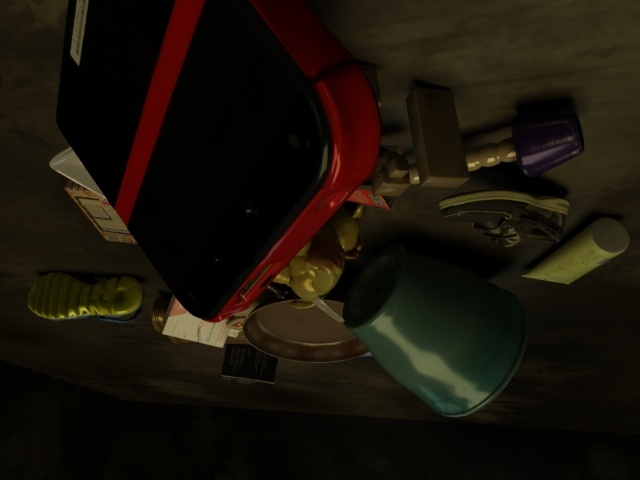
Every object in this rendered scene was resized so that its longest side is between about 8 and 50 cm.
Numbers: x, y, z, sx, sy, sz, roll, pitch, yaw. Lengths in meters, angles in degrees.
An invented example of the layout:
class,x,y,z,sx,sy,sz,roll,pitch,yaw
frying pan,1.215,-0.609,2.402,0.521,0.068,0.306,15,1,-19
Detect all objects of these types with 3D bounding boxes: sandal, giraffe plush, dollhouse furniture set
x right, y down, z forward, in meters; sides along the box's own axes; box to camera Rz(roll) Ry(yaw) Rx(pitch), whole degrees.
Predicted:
class,x,y,z,sx,sy,sz,roll,pitch,yaw
sandal,-0.588,0.158,1.377,0.317,0.126,0.138,5,158,9
giraffe plush,0.000,0.000,0.864,0.181,0.170,0.210,-11,128,47
dollhouse furniture set,0.070,-0.115,0.652,0.151,0.144,0.123,-1,161,-17

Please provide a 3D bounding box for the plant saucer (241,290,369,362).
class,x,y,z,sx,sy,sz,roll,pitch,yaw
plant saucer,-0.016,0.187,1.187,0.310,0.050,0.311,0,145,0

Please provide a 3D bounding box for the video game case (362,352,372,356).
class,x,y,z,sx,sy,sz,roll,pitch,yaw
video game case,0.138,0.233,1.362,0.269,0.061,0.244,-8,152,13

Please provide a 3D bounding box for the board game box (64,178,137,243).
class,x,y,z,sx,sy,sz,roll,pitch,yaw
board game box,-0.343,-0.052,0.966,0.146,0.045,0.193,6,154,3

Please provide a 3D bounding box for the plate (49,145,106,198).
class,x,y,z,sx,sy,sz,roll,pitch,yaw
plate,-0.194,-0.105,0.788,0.277,0.045,0.278,-21,143,31

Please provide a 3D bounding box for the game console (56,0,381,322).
class,x,y,z,sx,sy,sz,roll,pitch,yaw
game console,-0.136,-0.113,0.524,0.060,0.342,0.386,-29,169,-39

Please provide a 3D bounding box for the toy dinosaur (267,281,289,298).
class,x,y,z,sx,sy,sz,roll,pitch,yaw
toy dinosaur,-0.152,0.041,1.061,0.313,0.121,0.160,-1,141,27

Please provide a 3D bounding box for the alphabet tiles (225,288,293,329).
class,x,y,z,sx,sy,sz,roll,pitch,yaw
alphabet tiles,-0.082,0.172,1.313,0.278,0.021,0.284,-30,144,32

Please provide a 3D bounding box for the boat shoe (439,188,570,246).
class,x,y,z,sx,sy,sz,roll,pitch,yaw
boat shoe,0.265,-0.028,0.755,0.223,0.073,0.080,1,174,-29

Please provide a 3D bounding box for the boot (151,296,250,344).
class,x,y,z,sx,sy,sz,roll,pitch,yaw
boot,-0.293,0.220,1.470,0.269,0.089,0.236,-1,153,8

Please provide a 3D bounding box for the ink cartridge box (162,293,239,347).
class,x,y,z,sx,sy,sz,roll,pitch,yaw
ink cartridge box,-0.284,0.196,1.363,0.198,0.067,0.115,17,110,-20

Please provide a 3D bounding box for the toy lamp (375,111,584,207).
class,x,y,z,sx,sy,sz,roll,pitch,yaw
toy lamp,0.185,-0.100,0.691,0.274,0.080,0.080,-14,147,34

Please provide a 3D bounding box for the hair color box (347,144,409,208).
class,x,y,z,sx,sy,sz,roll,pitch,yaw
hair color box,0.037,-0.092,0.709,0.141,0.072,0.043,14,160,33

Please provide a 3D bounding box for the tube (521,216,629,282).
class,x,y,z,sx,sy,sz,roll,pitch,yaw
tube,0.434,0.033,0.927,0.070,0.062,0.240,49,165,16

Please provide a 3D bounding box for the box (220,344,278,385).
class,x,y,z,sx,sy,sz,roll,pitch,yaw
box,-0.205,0.343,1.599,0.158,0.156,0.093,10,154,-5

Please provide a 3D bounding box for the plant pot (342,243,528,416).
class,x,y,z,sx,sy,sz,roll,pitch,yaw
plant pot,0.192,0.146,1.007,0.255,0.272,0.271,34,146,-18
